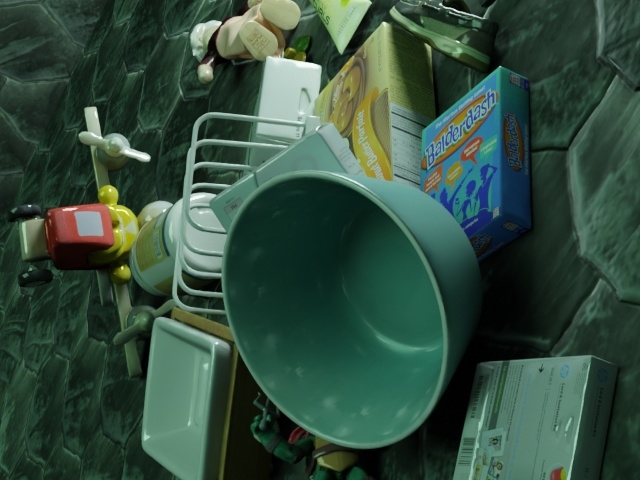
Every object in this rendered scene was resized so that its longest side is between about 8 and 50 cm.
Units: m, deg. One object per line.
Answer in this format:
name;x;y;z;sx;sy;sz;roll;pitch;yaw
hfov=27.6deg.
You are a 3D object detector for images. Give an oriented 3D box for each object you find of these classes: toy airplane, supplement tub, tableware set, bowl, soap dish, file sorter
toy airplane;-0.370;0.000;2.376;0.272;0.386;0.384;-13;36;9
supplement tub;-0.224;0.013;2.168;0.199;0.144;0.144;-26;48;56
tableware set;-0.048;-0.267;2.175;0.104;0.024;0.154;-37;39;45
bowl;0.056;0.057;1.450;0.311;0.163;0.312;14;114;36
soap dish;-0.154;0.224;1.848;0.291;0.118;0.229;-170;86;-66
file sorter;-0.107;-0.028;1.807;0.278;0.173;0.193;109;165;-62

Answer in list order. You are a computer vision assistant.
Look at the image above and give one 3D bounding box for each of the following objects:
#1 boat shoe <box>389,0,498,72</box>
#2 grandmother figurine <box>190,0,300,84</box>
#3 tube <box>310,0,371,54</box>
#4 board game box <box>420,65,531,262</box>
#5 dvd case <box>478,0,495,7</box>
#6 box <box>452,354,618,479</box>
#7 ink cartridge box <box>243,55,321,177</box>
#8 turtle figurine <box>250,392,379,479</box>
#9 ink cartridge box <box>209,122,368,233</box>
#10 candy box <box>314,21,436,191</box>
boat shoe;0.165;-0.279;1.684;0.073;0.080;0.223;-59;31;10
grandmother figurine;-0.158;-0.367;2.397;0.208;0.104;0.342;-45;18;-13
tube;0.021;-0.386;2.084;0.240;0.062;0.070;-118;13;-53
board game box;0.178;-0.075;1.526;0.160;0.047;0.210;-40;37;47
dvd case;0.229;-0.434;1.661;0.164;0.018;0.221;-41;53;47
box;0.205;0.189;1.277;0.186;0.038;0.145;-16;57;61
ink cartridge box;-0.062;-0.152;1.954;0.208;0.086;0.153;110;168;-58
turtle figurine;0.019;0.245;1.534;0.175;0.118;0.234;-20;40;5
ink cartridge box;0.000;0.000;1.583;0.189;0.232;0.066;-32;0;31
candy box;0.071;-0.112;1.726;0.183;0.087;0.317;-46;34;42
